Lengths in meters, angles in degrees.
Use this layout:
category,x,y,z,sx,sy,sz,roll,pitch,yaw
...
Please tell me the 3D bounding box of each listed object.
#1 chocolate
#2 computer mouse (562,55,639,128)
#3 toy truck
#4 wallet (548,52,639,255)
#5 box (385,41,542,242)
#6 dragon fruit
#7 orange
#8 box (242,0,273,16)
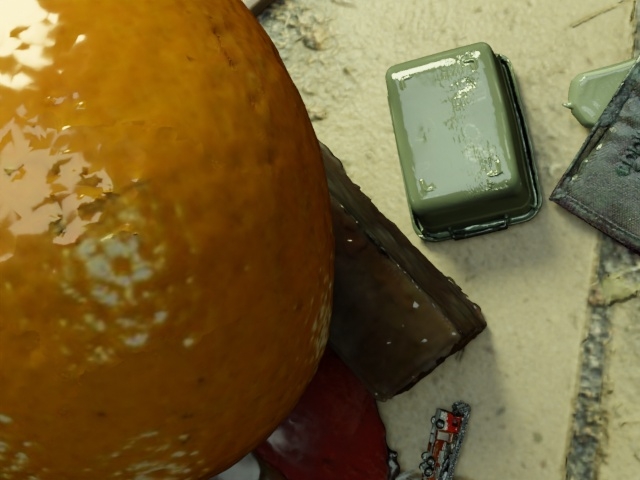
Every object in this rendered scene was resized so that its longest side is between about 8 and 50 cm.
category,x,y,z,sx,sy,sz,roll,pitch,yaw
chocolate,0.000,0.000,0.795,0.112,0.112,0.321,-47,73,16
computer mouse,0.271,-0.133,0.761,0.110,0.032,0.055,-12,97,17
toy truck,0.111,0.184,0.770,0.032,0.024,0.083,13,88,-4
wallet,0.286,-0.077,0.734,0.111,0.030,0.165,32,108,9
box,0.123,-0.092,0.770,0.124,0.093,0.172,-14,78,15
dragon fruit,-0.069,0.187,0.792,0.282,0.100,0.343,1,83,13
orange,-0.182,-0.014,0.610,0.326,0.424,0.423,-19,74,-23
box,-0.057,-0.273,0.886,0.115,0.025,0.048,-38,72,9
